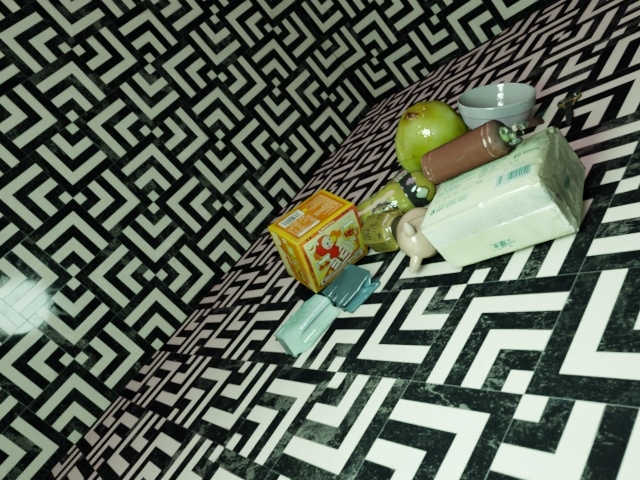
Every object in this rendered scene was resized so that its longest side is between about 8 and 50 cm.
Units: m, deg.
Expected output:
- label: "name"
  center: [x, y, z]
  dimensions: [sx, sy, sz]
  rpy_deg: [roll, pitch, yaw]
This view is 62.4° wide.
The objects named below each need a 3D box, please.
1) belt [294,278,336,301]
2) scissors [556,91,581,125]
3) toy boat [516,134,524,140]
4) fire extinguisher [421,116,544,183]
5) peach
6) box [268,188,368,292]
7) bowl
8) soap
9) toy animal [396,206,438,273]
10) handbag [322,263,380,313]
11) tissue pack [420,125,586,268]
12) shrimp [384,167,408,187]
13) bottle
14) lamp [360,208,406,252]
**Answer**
- label: "belt"
  center: [-0.010, 0.172, 2.163]
  dimensions: [0.198, 0.078, 0.151]
  rpy_deg: [-33, 16, 28]
- label: "scissors"
  center: [0.870, -0.456, 1.849]
  dimensions: [0.088, 0.017, 0.220]
  rpy_deg: [-25, 24, 37]
- label: "toy boat"
  center: [0.555, -0.274, 1.724]
  dimensions: [0.392, 0.136, 0.079]
  rpy_deg: [-18, -29, -35]
- label: "fire extinguisher"
  center: [0.450, -0.261, 1.472]
  dimensions: [0.147, 0.106, 0.337]
  rpy_deg: [-19, -2, -40]
- label: "peach"
  center: [0.466, -0.420, 2.182]
  dimensions: [0.282, 0.315, 0.314]
  rpy_deg: [4, 40, 47]
- label: "box"
  center: [0.000, 0.000, 2.040]
  dimensions: [0.284, 0.259, 0.214]
  rpy_deg: [-36, 39, -21]
- label: "bowl"
  center: [0.683, -0.498, 2.054]
  dimensions: [0.287, 0.143, 0.286]
  rpy_deg: [-10, 31, 6]
- label: "soap"
  center: [-0.055, 0.307, 1.909]
  dimensions: [0.230, 0.091, 0.145]
  rpy_deg: [-46, 17, -16]
- label: "toy animal"
  center: [0.327, -0.024, 1.749]
  dimensions: [0.154, 0.166, 0.250]
  rpy_deg: [-26, 12, 23]
- label: "handbag"
  center: [0.103, 0.176, 1.927]
  dimensions: [0.179, 0.062, 0.229]
  rpy_deg: [-45, 17, -9]
- label: "tissue pack"
  center: [0.508, -0.112, 1.475]
  dimensions: [0.381, 0.207, 0.297]
  rpy_deg: [-25, 24, 46]
- label: "shrimp"
  center: [0.390, -0.321, 2.543]
  dimensions: [0.217, 0.051, 0.150]
  rpy_deg: [-40, 9, 22]
- label: "bottle"
  center: [0.294, -0.145, 2.101]
  dimensions: [0.351, 0.171, 0.171]
  rpy_deg: [-36, 18, 21]
- label: "lamp"
  center: [0.247, -0.035, 1.954]
  dimensions: [0.161, 0.161, 0.185]
  rpy_deg: [-50, 20, -25]
